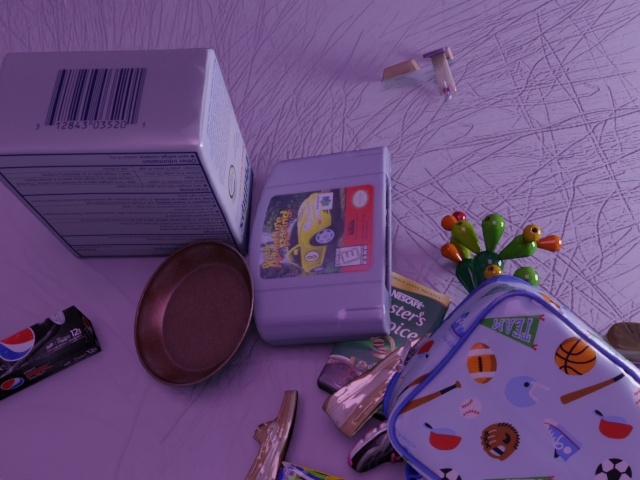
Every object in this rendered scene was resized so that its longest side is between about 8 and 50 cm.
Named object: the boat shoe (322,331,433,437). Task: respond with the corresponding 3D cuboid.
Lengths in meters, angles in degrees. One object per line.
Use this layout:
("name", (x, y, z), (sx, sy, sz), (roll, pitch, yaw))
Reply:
("boat shoe", (0.086, 0.173, 0.759), (0.170, 0.063, 0.059), (-34, 68, -2))

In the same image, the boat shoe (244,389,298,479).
("boat shoe", (-0.061, 0.246, 0.781), (0.045, 0.050, 0.135), (14, 64, 6))

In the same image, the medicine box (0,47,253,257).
("medicine box", (-0.244, -0.100, 0.845), (0.263, 0.289, 0.149), (-1, 64, 4))

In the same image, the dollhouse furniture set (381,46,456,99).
("dollhouse furniture set", (0.169, -0.264, 1.058), (0.114, 0.091, 0.081), (-15, 102, 22))

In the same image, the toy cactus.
("toy cactus", (0.218, 0.053, 0.816), (0.112, 0.219, 0.181), (-1, 104, -22))

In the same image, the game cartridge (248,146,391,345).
("game cartridge", (0.000, 0.000, 0.882), (0.196, 0.060, 0.294), (-9, 56, 18))

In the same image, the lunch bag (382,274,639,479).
("lunch bag", (0.219, 0.197, 0.675), (0.303, 0.115, 0.243), (39, 97, -2))

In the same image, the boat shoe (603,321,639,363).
("boat shoe", (0.435, 0.138, 0.806), (0.153, 0.048, 0.056), (3, 50, -1))

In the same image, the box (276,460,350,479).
("box", (0.030, 0.308, 0.735), (0.168, 0.059, 0.054), (13, 63, 11))

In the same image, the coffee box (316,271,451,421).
("coffee box", (0.085, 0.133, 0.834), (0.113, 0.040, 0.184), (25, 67, 17))

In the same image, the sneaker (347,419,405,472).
("sneaker", (0.118, 0.247, 0.757), (0.170, 0.063, 0.075), (-18, 56, -10))

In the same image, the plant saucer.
("plant saucer", (-0.163, 0.097, 0.847), (0.198, 0.036, 0.199), (-12, 64, 26))

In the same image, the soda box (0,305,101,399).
("soda box", (-0.390, 0.155, 0.852), (0.169, 0.060, 0.053), (-27, 62, -9))
